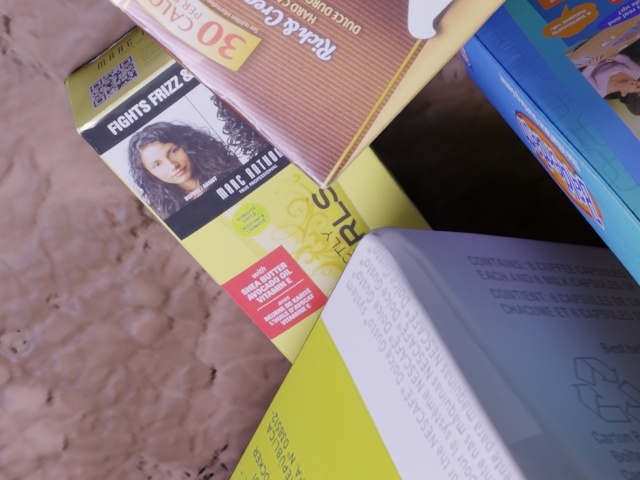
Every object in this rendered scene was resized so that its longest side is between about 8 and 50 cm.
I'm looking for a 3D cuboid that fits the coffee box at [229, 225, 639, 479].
[{"bbox_3d":[0.146,0.237,0.467,0.337,0.338,0.334,6,126,-32],"label":"coffee box"}]

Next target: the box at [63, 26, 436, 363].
[{"bbox_3d":[0.000,0.000,0.496,0.087,0.058,0.232,-35,124,5],"label":"box"}]

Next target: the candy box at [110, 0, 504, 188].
[{"bbox_3d":[0.023,-0.121,0.374,0.109,0.053,0.187,41,100,-16],"label":"candy box"}]

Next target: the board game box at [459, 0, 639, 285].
[{"bbox_3d":[0.148,-0.067,0.403,0.160,0.210,0.047,-28,124,4],"label":"board game box"}]
